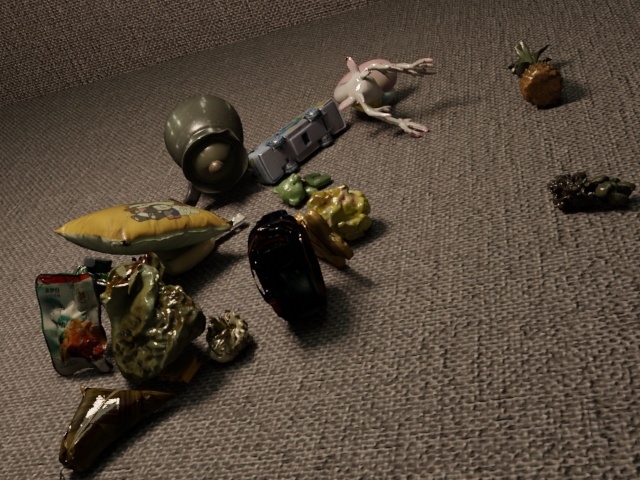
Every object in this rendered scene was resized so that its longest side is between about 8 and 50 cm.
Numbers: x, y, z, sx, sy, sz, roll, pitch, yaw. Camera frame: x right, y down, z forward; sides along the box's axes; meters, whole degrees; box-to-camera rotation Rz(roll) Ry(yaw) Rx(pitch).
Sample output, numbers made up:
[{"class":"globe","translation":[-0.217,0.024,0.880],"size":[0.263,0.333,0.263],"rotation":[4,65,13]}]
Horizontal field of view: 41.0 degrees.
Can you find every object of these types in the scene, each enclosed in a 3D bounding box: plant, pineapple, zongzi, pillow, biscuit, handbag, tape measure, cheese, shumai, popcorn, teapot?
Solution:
[{"class":"plant","translation":[-0.201,0.179,1.709],"size":[0.104,0.122,0.116],"rotation":[-36,37,-4]},{"class":"pineapple","translation":[0.579,-0.450,2.281],"size":[0.130,0.119,0.277],"rotation":[-33,23,19]},{"class":"zongzi","translation":[-0.377,0.350,1.578],"size":[0.184,0.084,0.187],"rotation":[-2,39,13]},{"class":"pillow","translation":[-0.418,-0.030,2.030],"size":[0.310,0.119,0.312],"rotation":[-14,13,-41]},{"class":"biscuit","translation":[0.000,0.000,1.844],"size":[0.030,0.153,0.234],"rotation":[-43,7,-13]},{"class":"handbag","translation":[-0.286,0.258,1.720],"size":[0.083,0.027,0.061],"rotation":[-6,35,35]},{"class":"plant","translation":[0.546,-0.100,1.739],"size":[0.174,0.087,0.085],"rotation":[4,72,32]},{"class":"tape measure","translation":[-0.071,0.054,1.722],"size":[0.135,0.222,0.202],"rotation":[-21,15,3]},{"class":"cheese","translation":[-0.294,0.002,2.139],"size":[0.251,0.054,0.127],"rotation":[-34,34,-24]},{"class":"shumai","translation":[-0.355,0.149,1.708],"size":[0.189,0.218,0.256],"rotation":[-35,9,-33]},{"class":"popcorn","translation":[0.046,-0.063,1.954],"size":[0.145,0.126,0.125],"rotation":[28,78,29]},{"class":"teapot","translation":[-0.335,-0.230,2.335],"size":[0.305,0.223,0.285],"rotation":[-33,34,2]}]

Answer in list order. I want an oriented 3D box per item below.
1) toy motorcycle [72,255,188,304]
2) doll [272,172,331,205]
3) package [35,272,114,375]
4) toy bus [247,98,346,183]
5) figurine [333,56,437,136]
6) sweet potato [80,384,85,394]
[{"class":"toy motorcycle","translation":[-0.443,0.094,1.926],"size":[0.187,0.124,0.275],"rotation":[10,-1,35]},{"class":"doll","translation":[-0.047,-0.147,2.220],"size":[0.150,0.077,0.115],"rotation":[-27,38,-35]},{"class":"package","translation":[-0.525,0.181,1.813],"size":[0.166,0.231,0.040],"rotation":[-2,14,23]},{"class":"toy bus","translation":[-0.078,-0.281,2.432],"size":[0.136,0.109,0.330],"rotation":[0,34,50]},{"class":"figurine","translation":[0.175,-0.430,2.398],"size":[0.284,0.206,0.315],"rotation":[8,18,4]},{"class":"sweet potato","translation":[-0.458,0.315,1.736],"size":[0.115,0.026,0.026],"rotation":[6,38,48]}]
